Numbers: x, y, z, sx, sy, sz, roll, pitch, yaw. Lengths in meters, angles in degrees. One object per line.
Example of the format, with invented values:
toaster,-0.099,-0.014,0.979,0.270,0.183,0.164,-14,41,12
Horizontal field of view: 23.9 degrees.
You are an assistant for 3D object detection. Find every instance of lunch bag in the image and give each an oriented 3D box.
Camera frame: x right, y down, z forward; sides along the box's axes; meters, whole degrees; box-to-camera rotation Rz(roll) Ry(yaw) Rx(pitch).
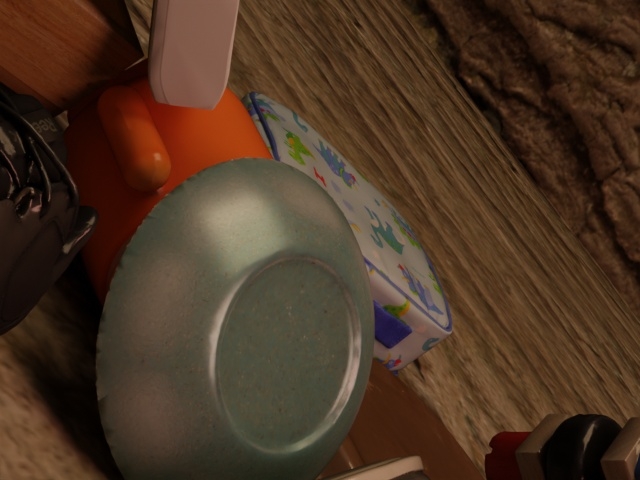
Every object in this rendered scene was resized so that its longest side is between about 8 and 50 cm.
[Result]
lunch bag,0.000,0.000,1.148,0.219,0.090,0.176,40,16,-33

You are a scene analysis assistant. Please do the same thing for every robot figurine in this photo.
robot figurine,-0.076,-0.009,0.869,0.128,0.158,0.219,-2,43,-28

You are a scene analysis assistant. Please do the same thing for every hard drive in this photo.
hard drive,-0.068,-0.241,0.919,0.047,0.233,0.353,7,21,-7

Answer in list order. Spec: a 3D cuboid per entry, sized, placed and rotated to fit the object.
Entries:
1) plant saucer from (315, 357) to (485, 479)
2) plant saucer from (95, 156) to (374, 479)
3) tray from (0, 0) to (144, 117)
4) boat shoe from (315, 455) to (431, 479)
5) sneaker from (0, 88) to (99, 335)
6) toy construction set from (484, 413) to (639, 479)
plant saucer,0.057,0.167,1.006,0.278,0.041,0.278,47,14,-15
plant saucer,-0.027,0.055,0.767,0.037,0.195,0.195,6,-23,44
tray,-0.256,-0.236,0.728,0.411,0.076,0.202,36,25,-52
boat shoe,-0.031,0.164,0.644,0.335,0.112,0.095,-1,70,-65
sneaker,-0.153,-0.011,0.525,0.109,0.130,0.286,53,-2,3
toy construction set,0.185,0.229,0.756,0.237,0.309,0.257,48,24,-30
